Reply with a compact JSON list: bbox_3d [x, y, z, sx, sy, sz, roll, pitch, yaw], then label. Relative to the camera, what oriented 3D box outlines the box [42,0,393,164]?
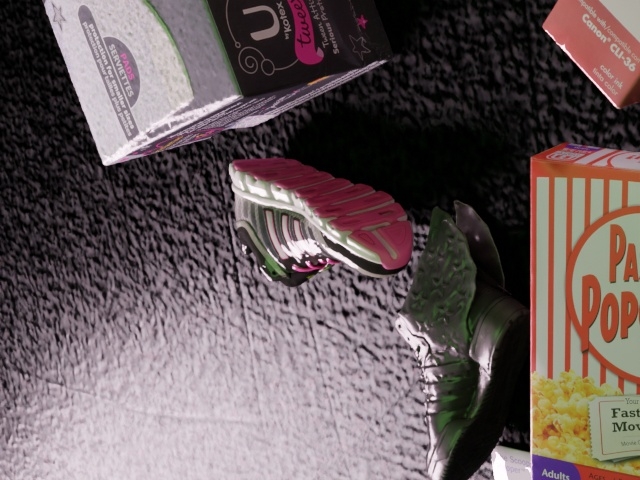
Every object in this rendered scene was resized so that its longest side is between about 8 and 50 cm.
[{"bbox_3d":[-0.092,-0.194,1.259,0.163,0.142,0.247,-22,87,48],"label":"box"}]

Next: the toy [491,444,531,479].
[{"bbox_3d":[0.153,0.257,1.225,0.137,0.056,0.237,6,108,45],"label":"toy"}]

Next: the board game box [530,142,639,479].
[{"bbox_3d":[0.187,0.051,1.064,0.147,0.045,0.193,7,107,33],"label":"board game box"}]

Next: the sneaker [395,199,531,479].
[{"bbox_3d":[0.082,0.068,1.240,0.089,0.051,0.170,38,124,32],"label":"sneaker"}]

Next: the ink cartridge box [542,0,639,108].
[{"bbox_3d":[0.209,-0.164,0.969,0.067,0.115,0.198,51,135,23],"label":"ink cartridge box"}]

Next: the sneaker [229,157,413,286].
[{"bbox_3d":[0.000,0.000,1.294,0.170,0.063,0.074,25,121,45],"label":"sneaker"}]
